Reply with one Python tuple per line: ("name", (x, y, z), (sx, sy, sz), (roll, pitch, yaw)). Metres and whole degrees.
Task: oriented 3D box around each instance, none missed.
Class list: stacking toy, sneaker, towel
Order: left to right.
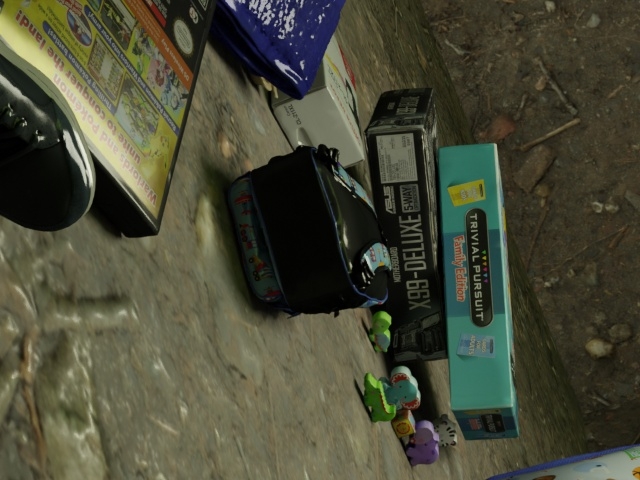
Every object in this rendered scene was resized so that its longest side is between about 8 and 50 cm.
("sneaker", (-0.195, -0.060, 0.693), (0.226, 0.086, 0.163), (55, 12, -30))
("towel", (-0.026, -0.332, 1.466), (0.308, 0.076, 0.227), (-65, 148, -13))
("stacking toy", (0.109, 0.208, 1.640), (0.167, 0.052, 0.221), (-81, 149, -64))

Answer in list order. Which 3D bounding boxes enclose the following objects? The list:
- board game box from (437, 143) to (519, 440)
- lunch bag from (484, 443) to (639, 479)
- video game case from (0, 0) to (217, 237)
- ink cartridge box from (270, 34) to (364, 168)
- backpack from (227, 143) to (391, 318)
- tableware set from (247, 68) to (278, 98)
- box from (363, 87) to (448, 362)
("board game box", (0.209, 0.075, 1.805), (0.254, 0.079, 0.336), (59, 28, -71))
("lunch bag", (0.386, 0.399, 1.760), (0.328, 0.385, 0.239), (-38, 108, -77))
("video game case", (-0.163, -0.178, 0.974), (0.275, 0.035, 0.248), (55, 37, -50))
("ink cartridge box", (-0.006, -0.181, 1.673), (0.175, 0.072, 0.127), (-96, 162, -47))
("backpack", (0.000, 0.000, 1.346), (0.173, 0.117, 0.158), (24, 47, -71))
("tableware set", (-0.087, -0.242, 1.547), (0.169, 0.020, 0.141), (55, 20, -49))
("box", (0.122, -0.027, 1.809), (0.242, 0.076, 0.307), (-69, 153, -70))
